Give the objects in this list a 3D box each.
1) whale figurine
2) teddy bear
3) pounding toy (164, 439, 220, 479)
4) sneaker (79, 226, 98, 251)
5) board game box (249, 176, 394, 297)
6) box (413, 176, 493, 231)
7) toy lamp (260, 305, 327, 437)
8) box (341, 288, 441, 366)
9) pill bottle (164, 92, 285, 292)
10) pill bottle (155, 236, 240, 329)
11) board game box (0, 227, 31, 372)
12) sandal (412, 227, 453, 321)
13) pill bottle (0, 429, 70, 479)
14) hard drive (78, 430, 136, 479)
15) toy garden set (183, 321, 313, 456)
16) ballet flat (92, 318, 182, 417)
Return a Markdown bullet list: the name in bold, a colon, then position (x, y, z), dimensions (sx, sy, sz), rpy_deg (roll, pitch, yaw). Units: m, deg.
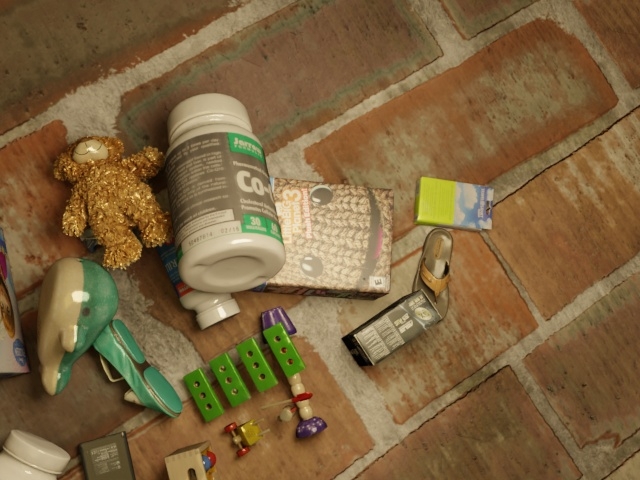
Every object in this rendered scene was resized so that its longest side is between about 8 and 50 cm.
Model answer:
- **whale figurine**: position (-0.488, 0.170, 1.403), dimensions (0.141, 0.216, 0.272), rpy_deg (8, 102, -31)
- **teddy bear**: position (-0.425, -0.095, 1.434), dimensions (0.245, 0.113, 0.338), rpy_deg (-21, 67, 7)
- **pounding toy**: position (-0.234, 0.483, 1.415), dimensions (0.100, 0.130, 0.141), rpy_deg (-16, 82, 0)
- **sneaker**: position (-0.446, -0.015, 1.511), dimensions (0.135, 0.052, 0.058), rpy_deg (-22, 93, -5)
- **board game box**: position (0.000, 0.000, 1.528), dimensions (0.290, 0.141, 0.232), rpy_deg (4, 79, -9)
- **box**: position (0.312, -0.083, 1.644), dimensions (0.178, 0.042, 0.109), rpy_deg (7, 79, -8)
- **toy lamp**: position (-0.063, 0.277, 1.500), dimensions (0.080, 0.080, 0.275), rpy_deg (-16, 84, -12)
- **box**: position (0.150, 0.191, 1.513), dimensions (0.180, 0.147, 0.078), rpy_deg (-32, 85, -14)
- **pill bottle**: position (-0.197, -0.097, 1.379), dimensions (0.204, 0.204, 0.361), rpy_deg (-9, 62, -11)
- **pill bottle**: position (-0.254, 0.070, 1.481), dimensions (0.124, 0.124, 0.222), rpy_deg (-25, 83, -13)
- **board game box**: position (-0.639, 0.102, 1.315), dimensions (0.065, 0.319, 0.318), rpy_deg (-13, 83, -12)
- **sandal**: position (0.266, 0.074, 1.599), dimensions (0.090, 0.060, 0.219), rpy_deg (15, 77, -6)
- **pill bottle**: position (-0.608, 0.529, 1.308), dimensions (0.181, 0.181, 0.323), rpy_deg (28, 76, -3)
- **hard drive**: position (-0.431, 0.468, 1.430), dimensions (0.094, 0.022, 0.135), rpy_deg (-13, 82, -11)
- **toy garden set**: position (-0.132, 0.312, 1.458), dimensions (0.244, 0.049, 0.204), rpy_deg (-30, 86, 11)
- **ballet flat**: position (-0.386, 0.279, 1.454), dimensions (0.087, 0.083, 0.247), rpy_deg (-38, 87, 10)
